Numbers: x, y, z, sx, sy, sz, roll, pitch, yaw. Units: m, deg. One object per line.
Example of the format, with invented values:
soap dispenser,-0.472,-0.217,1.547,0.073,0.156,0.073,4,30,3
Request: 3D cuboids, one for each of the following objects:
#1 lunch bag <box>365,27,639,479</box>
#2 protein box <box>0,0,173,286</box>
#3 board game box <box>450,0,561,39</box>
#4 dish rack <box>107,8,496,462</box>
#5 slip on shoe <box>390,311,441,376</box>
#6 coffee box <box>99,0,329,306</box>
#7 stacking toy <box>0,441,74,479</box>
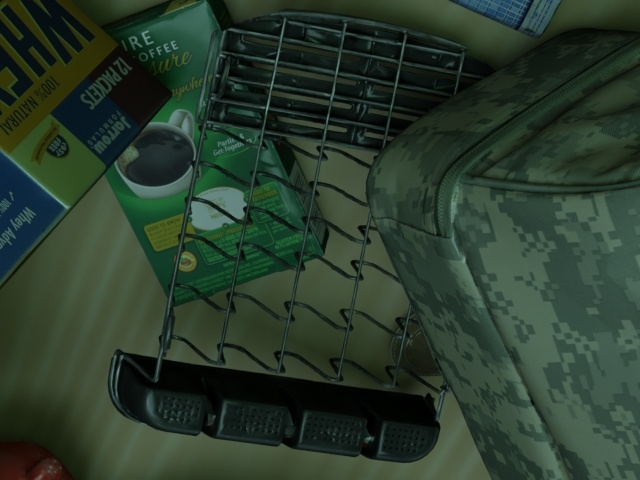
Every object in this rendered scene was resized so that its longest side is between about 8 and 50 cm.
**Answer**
lunch bag,0.204,0.046,1.031,0.212,0.256,0.305,-31,110,-19
protein box,-0.239,-0.067,1.117,0.201,0.136,0.200,42,130,-6
board game box,0.117,-0.211,1.060,0.194,0.060,0.194,23,117,-1
dish rack,0.000,0.000,1.135,0.208,0.074,0.271,9,99,-18
slip on shoe,0.107,0.060,1.202,0.135,0.041,0.051,-12,113,15
coffee box,-0.079,-0.058,1.178,0.113,0.040,0.184,-20,111,18
stacking toy,-0.269,0.113,1.192,0.130,0.309,0.279,-38,78,-8
